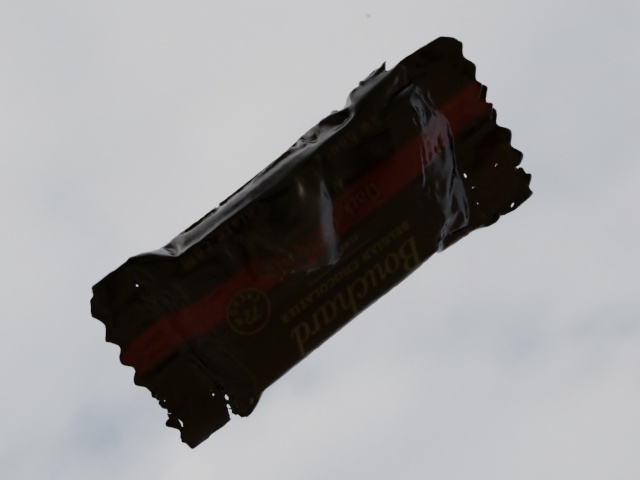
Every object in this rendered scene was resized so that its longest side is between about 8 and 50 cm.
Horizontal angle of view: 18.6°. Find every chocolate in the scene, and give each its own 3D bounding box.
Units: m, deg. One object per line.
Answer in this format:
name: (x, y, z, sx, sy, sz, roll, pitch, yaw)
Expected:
chocolate: (0.000, 0.000, 0.751, 0.182, 0.028, 0.086, -36, -69, -18)
